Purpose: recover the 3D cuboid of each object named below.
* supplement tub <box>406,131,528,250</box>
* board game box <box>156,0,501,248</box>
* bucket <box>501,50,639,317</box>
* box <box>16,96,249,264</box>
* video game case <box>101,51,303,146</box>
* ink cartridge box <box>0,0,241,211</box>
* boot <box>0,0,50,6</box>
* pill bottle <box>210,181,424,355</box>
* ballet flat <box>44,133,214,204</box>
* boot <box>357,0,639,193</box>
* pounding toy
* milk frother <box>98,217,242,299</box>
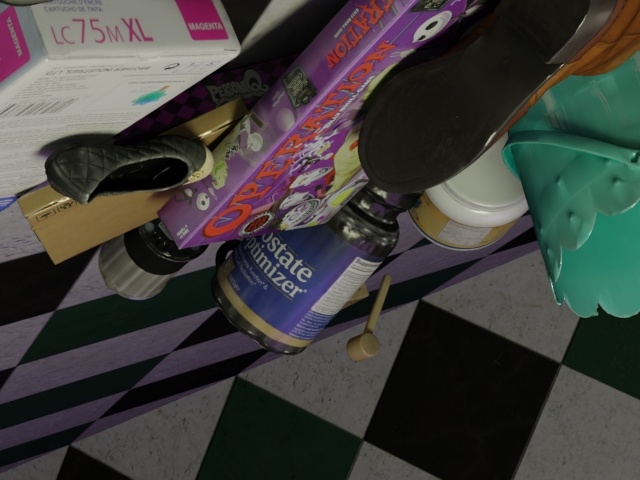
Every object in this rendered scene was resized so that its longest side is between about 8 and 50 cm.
[{"bbox_3d":[0.178,-0.075,1.725,0.144,0.144,0.199,-19,170,-9],"label":"supplement tub"},{"bbox_3d":[0.035,-0.120,1.238,0.208,0.056,0.347,-5,149,-49],"label":"board game box"},{"bbox_3d":[0.323,-0.065,1.464,0.281,0.183,0.281,-13,151,-7],"label":"bucket"},{"bbox_3d":[-0.151,-0.047,1.270,0.201,0.021,0.164,-26,168,-8],"label":"box"},{"bbox_3d":[-0.099,-0.098,1.342,0.232,0.041,0.210,-16,168,-20],"label":"video game case"},{"bbox_3d":[-0.229,-0.089,1.073,0.311,0.065,0.186,-30,168,37],"label":"ink cartridge box"},{"bbox_3d":[-0.172,-0.154,0.799,0.247,0.083,0.161,-16,175,-14],"label":"boot"},{"bbox_3d":[0.000,0.000,1.482,0.219,0.123,0.123,-50,160,19],"label":"pill bottle"},{"bbox_3d":[-0.141,-0.049,1.143,0.173,0.049,0.057,-10,145,-53],"label":"ballet flat"},{"bbox_3d":[0.180,-0.151,1.244,0.264,0.096,0.280,-51,164,29],"label":"boot"},{"bbox_3d":[0.005,0.073,1.999,0.181,0.206,0.094,-11,167,-45],"label":"pounding toy"},{"bbox_3d":[-0.149,0.025,1.615,0.129,0.143,0.135,-22,171,-32],"label":"milk frother"}]
